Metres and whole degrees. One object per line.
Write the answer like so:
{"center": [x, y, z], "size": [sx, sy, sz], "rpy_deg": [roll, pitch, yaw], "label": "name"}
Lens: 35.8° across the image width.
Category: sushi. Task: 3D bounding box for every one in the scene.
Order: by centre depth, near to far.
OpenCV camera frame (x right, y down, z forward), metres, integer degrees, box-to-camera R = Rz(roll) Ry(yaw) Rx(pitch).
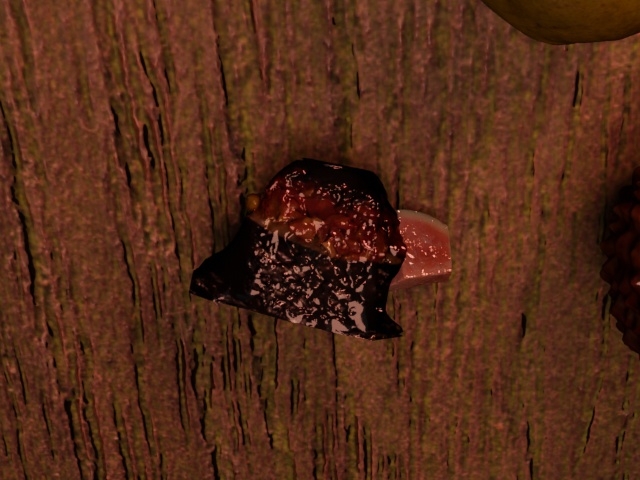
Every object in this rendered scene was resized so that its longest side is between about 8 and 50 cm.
{"center": [0.000, 0.000, 0.962], "size": [0.172, 0.153, 0.150], "rpy_deg": [17, 98, 31], "label": "sushi"}

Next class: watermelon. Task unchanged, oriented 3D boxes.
{"center": [0.094, 0.012, 1.012], "size": [0.084, 0.072, 0.092], "rpy_deg": [-20, 114, -7], "label": "watermelon"}

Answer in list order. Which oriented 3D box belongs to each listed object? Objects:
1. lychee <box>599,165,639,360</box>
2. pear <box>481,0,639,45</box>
{"center": [0.418, 0.039, 0.897], "size": [0.306, 0.306, 0.330], "rpy_deg": [-25, 117, 13], "label": "lychee"}
{"center": [0.192, -0.291, 0.753], "size": [0.253, 0.253, 0.307], "rpy_deg": [-21, 123, 11], "label": "pear"}
